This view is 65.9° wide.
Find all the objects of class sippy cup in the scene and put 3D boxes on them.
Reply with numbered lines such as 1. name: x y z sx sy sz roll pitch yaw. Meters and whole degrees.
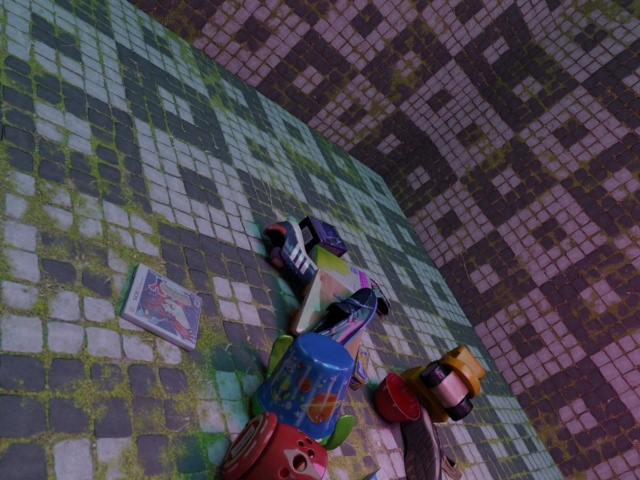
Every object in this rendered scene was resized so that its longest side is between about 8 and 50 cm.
1. sippy cup: -0.029 0.369 1.279 0.306 0.224 0.240 29 14 15

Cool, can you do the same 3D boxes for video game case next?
1. video game case: -0.398 0.168 1.263 0.201 0.023 0.183 37 25 -29

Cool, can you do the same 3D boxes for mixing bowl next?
1. mixing bowl: 0.260 0.575 1.763 0.181 0.098 0.181 40 24 -22

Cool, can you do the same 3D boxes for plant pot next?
1. plant pot: -0.106 0.491 1.084 0.174 0.191 0.191 41 23 -7

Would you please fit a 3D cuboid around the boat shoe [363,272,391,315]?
1. boat shoe: 0.243 0.247 2.278 0.233 0.084 0.079 51 21 -5

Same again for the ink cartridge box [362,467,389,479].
1. ink cartridge box: 0.182 0.749 1.382 0.181 0.062 0.104 57 23 18

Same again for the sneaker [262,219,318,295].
1. sneaker: -0.114 0.091 1.829 0.148 0.131 0.349 -9 65 -40

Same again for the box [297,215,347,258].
1. box: 0.000 0.000 2.180 0.207 0.108 0.153 19 37 -52

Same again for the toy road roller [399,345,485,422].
1. toy road roller: 0.468 0.535 1.869 0.241 0.329 0.202 -34 84 -30

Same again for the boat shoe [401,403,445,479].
1. boat shoe: 0.373 0.725 1.697 0.130 0.132 0.355 42 24 -18

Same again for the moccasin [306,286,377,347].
1. moccasin: 0.075 0.247 1.598 0.342 0.138 0.116 -46 115 -44

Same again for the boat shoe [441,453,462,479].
1. boat shoe: 0.488 0.841 1.839 0.135 0.045 0.050 42 23 -18

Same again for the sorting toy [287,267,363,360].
1. sorting toy: 0.024 0.275 1.705 0.255 0.089 0.257 39 50 -22

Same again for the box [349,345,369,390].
1. box: 0.132 0.456 1.770 0.059 0.054 0.169 46 23 -10

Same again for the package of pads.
1. package of pads: 0.075 0.173 2.010 0.297 0.101 0.229 31 27 -17
